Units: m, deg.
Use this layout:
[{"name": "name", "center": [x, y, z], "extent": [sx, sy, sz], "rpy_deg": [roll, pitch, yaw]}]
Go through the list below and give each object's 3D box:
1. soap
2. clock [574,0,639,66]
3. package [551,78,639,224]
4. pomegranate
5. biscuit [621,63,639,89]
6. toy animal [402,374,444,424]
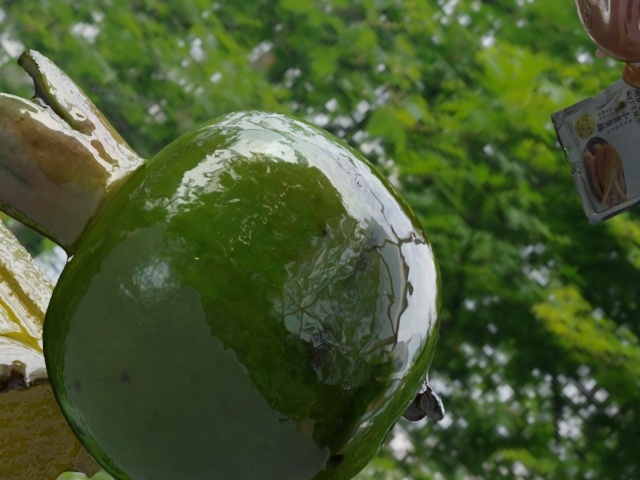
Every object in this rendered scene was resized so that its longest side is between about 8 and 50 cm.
[{"name": "soap", "center": [-0.339, 0.084, 1.255], "extent": [0.281, 0.259, 0.143], "rpy_deg": [46, -58, 39]}, {"name": "clock", "center": [0.342, -0.299, 1.560], "extent": [0.142, 0.227, 0.241], "rpy_deg": [9, 0, -16]}, {"name": "package", "center": [0.407, -0.130, 1.994], "extent": [0.173, 0.027, 0.171], "rpy_deg": [-29, -111, 36]}, {"name": "pomegranate", "center": [-0.076, 0.013, 0.820], "extent": [0.302, 0.236, 0.236], "rpy_deg": [42, -20, 0]}, {"name": "biscuit", "center": [0.490, -0.245, 1.754], "extent": [0.043, 0.280, 0.183], "rpy_deg": [9, 56, -83]}, {"name": "toy animal", "center": [0.124, 0.185, 2.194], "extent": [0.179, 0.089, 0.188], "rpy_deg": [24, -48, 63]}]
